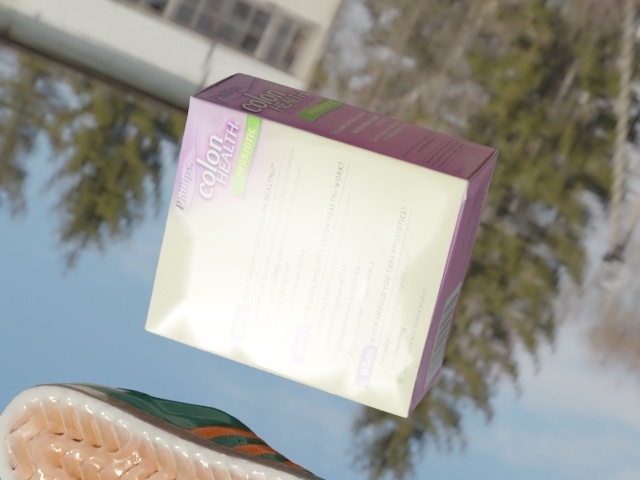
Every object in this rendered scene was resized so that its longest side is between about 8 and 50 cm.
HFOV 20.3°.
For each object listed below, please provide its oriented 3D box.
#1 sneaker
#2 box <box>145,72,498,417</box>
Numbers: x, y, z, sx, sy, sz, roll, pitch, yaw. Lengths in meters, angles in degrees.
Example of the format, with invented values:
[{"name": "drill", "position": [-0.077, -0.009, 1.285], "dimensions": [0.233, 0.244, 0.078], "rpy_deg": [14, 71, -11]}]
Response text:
[{"name": "sneaker", "position": [-0.043, 0.163, 1.074], "dimensions": [0.302, 0.108, 0.121], "rpy_deg": [27, -169, 14]}, {"name": "box", "position": [0.000, 0.000, 1.504], "dimensions": [0.243, 0.213, 0.117], "rpy_deg": [17, -160, 12]}]
